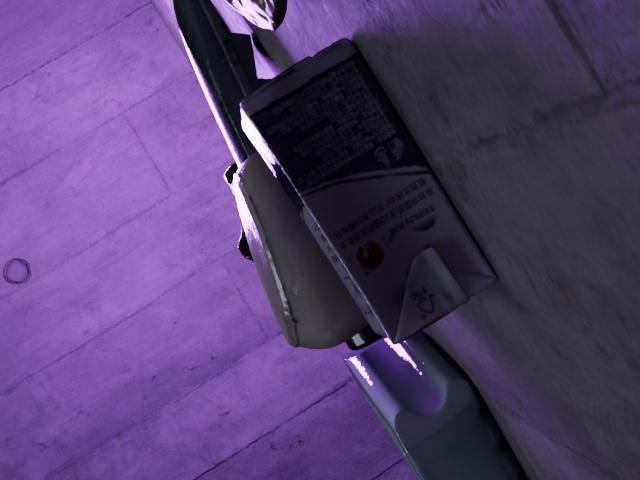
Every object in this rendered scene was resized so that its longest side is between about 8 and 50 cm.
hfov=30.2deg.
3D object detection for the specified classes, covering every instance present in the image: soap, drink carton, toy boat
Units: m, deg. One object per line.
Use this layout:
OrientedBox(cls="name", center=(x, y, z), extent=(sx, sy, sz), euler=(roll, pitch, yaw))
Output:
OrientedBox(cls="soap", center=(0.142, 0.233, 1.594), extent=(0.208, 0.115, 0.347), euler=(60, 176, -19))
OrientedBox(cls="drink carton", center=(0.033, -0.033, 0.944), extent=(0.222, 0.101, 0.134), euler=(58, 175, -1))
OrientedBox(cls="toy boat", center=(-0.110, -0.216, 1.508), extent=(0.141, 0.092, 0.320), euler=(87, 158, -84))

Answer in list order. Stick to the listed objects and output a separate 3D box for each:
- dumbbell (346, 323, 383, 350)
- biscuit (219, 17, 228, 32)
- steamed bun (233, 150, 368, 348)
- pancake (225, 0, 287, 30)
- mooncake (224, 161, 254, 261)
OrientedBox(cls="dumbbell", center=(0.034, 0.044, 1.590), extent=(0.191, 0.100, 0.100), euler=(59, 177, 0))
OrientedBox(cls="biscuit", center=(-0.158, -0.321, 1.790), extent=(0.130, 0.019, 0.102), euler=(56, 175, 41))
OrientedBox(cls="steamed bun", center=(0.000, 0.000, 1.315), extent=(0.232, 0.145, 0.232), euler=(162, 90, -83))
OrientedBox(cls="pancake", center=(-0.088, -0.278, 0.971), extent=(0.242, 0.050, 0.242), euler=(50, 171, 11))
OrientedBox(cls="mooncake", center=(-0.076, -0.049, 1.823), extent=(0.175, 0.168, 0.104), euler=(43, -176, -31))
